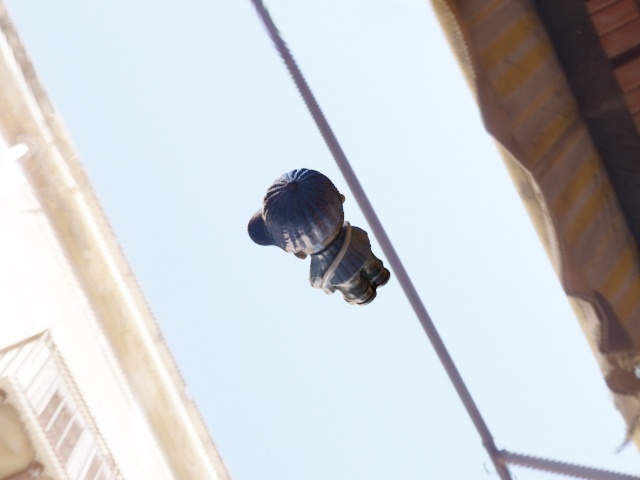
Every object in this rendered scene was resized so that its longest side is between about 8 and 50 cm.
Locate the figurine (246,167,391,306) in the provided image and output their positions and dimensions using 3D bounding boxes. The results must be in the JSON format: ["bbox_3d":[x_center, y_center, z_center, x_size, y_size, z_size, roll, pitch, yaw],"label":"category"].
[{"bbox_3d":[0.004,0.002,0.911,0.136,0.079,0.077,44,-103,-18],"label":"figurine"}]
